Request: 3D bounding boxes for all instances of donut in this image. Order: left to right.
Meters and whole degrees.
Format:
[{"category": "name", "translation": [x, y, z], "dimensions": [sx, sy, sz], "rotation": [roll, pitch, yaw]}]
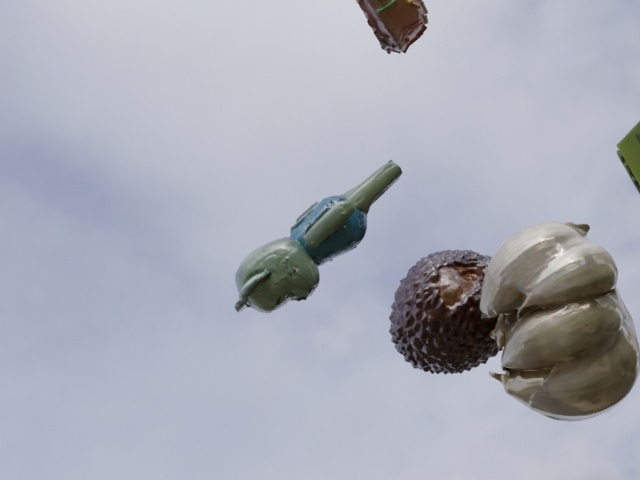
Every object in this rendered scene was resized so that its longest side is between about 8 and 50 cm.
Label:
[{"category": "donut", "translation": [0.073, -0.257, 1.375], "dimensions": [0.065, 0.166, 0.117], "rotation": [-29, -60, 8]}]

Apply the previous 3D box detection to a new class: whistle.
[{"category": "whistle", "translation": [0.000, 0.000, 1.366], "dimensions": [0.236, 0.077, 0.114], "rotation": [-40, -8, -14]}]

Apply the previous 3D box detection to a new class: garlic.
[{"category": "garlic", "translation": [0.314, 0.131, 1.662], "dimensions": [0.203, 0.184, 0.281], "rotation": [-24, -51, -3]}]

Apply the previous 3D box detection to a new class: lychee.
[{"category": "lychee", "translation": [0.189, 0.110, 1.824], "dimensions": [0.188, 0.188, 0.188], "rotation": [-16, -44, -17]}]

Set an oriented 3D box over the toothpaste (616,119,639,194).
[{"category": "toothpaste", "translation": [0.344, -0.133, 0.850], "dimensions": [0.110, 0.077, 0.327], "rotation": [-3, -34, -35]}]
